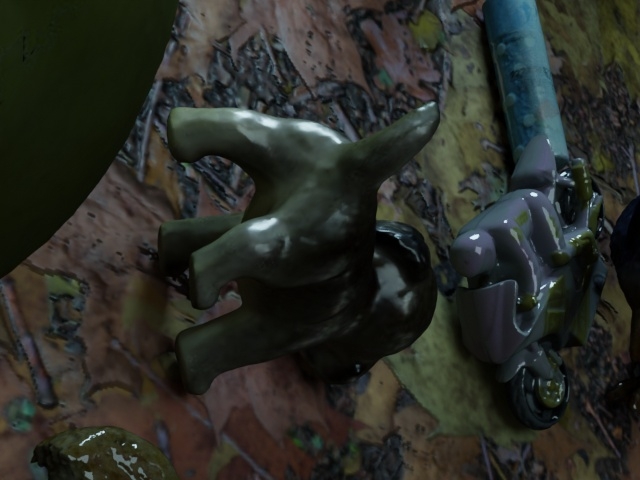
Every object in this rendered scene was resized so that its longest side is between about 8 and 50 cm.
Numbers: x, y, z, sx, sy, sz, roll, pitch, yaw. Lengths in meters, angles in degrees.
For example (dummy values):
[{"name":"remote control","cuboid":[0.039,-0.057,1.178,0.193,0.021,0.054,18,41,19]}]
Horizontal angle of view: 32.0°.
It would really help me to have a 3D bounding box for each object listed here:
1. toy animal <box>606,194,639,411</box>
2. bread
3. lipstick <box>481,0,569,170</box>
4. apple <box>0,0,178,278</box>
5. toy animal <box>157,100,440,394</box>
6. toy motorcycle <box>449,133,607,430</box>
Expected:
[{"name":"toy animal","cuboid":[0.300,0.038,0.904,0.298,0.122,0.186,-16,102,-51]},{"name":"bread","cuboid":[-0.108,0.153,0.573,0.082,0.060,0.113,9,68,-37]},{"name":"lipstick","cuboid":[0.174,-0.134,0.952,0.048,0.048,0.158,7,68,-39]},{"name":"apple","cuboid":[-0.230,-0.111,0.408,0.357,0.357,0.357,18,60,-34]},{"name":"toy animal","cuboid":[-0.013,0.007,0.652,0.168,0.233,0.121,-12,63,-3]},{"name":"toy motorcycle","cuboid":[0.156,0.020,0.848,0.152,0.073,0.225,37,59,-32]}]
